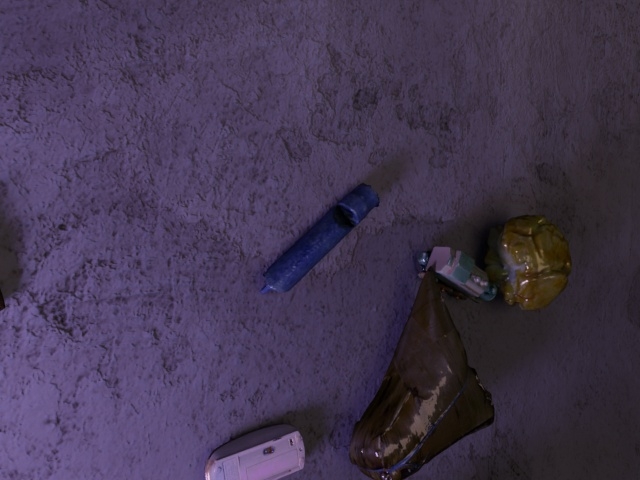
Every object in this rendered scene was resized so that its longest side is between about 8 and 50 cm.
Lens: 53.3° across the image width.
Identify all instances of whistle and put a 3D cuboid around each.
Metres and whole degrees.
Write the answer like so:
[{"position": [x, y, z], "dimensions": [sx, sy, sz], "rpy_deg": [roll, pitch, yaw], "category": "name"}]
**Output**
[{"position": [0.000, 0.000, 1.225], "dimensions": [0.304, 0.062, 0.062], "rpy_deg": [-43, 111, -28], "category": "whistle"}]

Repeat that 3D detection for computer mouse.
[{"position": [-0.117, 0.397, 1.142], "dimensions": [0.199, 0.045, 0.102], "rpy_deg": [-11, 94, -33], "category": "computer mouse"}]

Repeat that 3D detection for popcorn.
[{"position": [0.483, 0.051, 1.481], "dimensions": [0.204, 0.184, 0.220], "rpy_deg": [4, 85, -40], "category": "popcorn"}]

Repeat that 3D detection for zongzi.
[{"position": [0.170, 0.267, 1.270], "dimensions": [0.323, 0.160, 0.360], "rpy_deg": [-23, 102, -33], "category": "zongzi"}]

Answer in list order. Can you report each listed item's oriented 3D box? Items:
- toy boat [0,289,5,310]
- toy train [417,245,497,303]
[{"position": [-0.490, 0.040, 0.901], "dimensions": [0.049, 0.047, 0.149], "rpy_deg": [-26, 106, -46], "category": "toy boat"}, {"position": [0.301, 0.079, 1.387], "dimensions": [0.194, 0.125, 0.080], "rpy_deg": [30, 76, -29], "category": "toy train"}]
